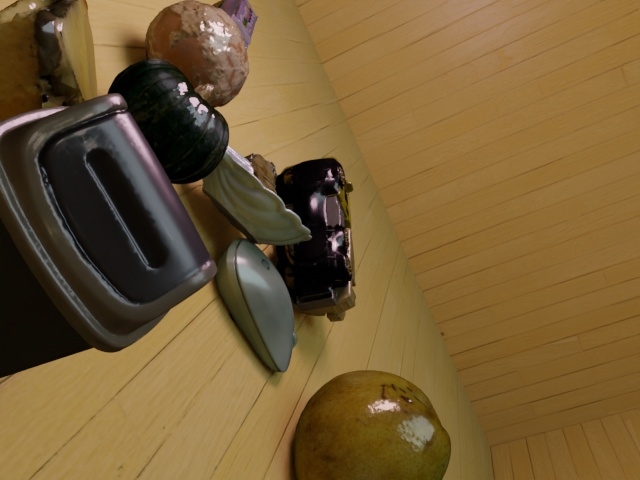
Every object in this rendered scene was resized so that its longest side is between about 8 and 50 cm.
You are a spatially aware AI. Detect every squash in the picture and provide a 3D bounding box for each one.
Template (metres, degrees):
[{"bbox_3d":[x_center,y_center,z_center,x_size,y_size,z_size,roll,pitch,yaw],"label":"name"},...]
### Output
[{"bbox_3d":[-0.255,-0.199,0.991,0.218,0.172,0.218,46,24,-27],"label":"squash"}]

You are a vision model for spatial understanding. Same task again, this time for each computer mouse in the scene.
[{"bbox_3d":[-0.108,0.124,1.181,0.288,0.097,0.159,61,16,-21],"label":"computer mouse"}]

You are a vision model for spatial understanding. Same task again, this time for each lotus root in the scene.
[{"bbox_3d":[-0.160,-0.140,1.389,0.144,0.070,0.143,49,31,-57],"label":"lotus root"}]

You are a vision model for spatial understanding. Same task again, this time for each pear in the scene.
[{"bbox_3d":[0.107,0.407,1.163,0.304,0.304,0.304,56,21,-34],"label":"pear"}]

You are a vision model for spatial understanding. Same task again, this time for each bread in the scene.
[{"bbox_3d":[-0.350,-0.179,0.707,0.204,0.163,0.262,-87,-168,-57],"label":"bread"}]

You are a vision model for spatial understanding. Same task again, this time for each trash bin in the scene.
[{"bbox_3d":[-0.256,0.009,0.532,0.209,0.290,0.182,63,18,-14],"label":"trash bin"}]

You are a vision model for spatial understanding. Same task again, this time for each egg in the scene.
[{"bbox_3d":[-0.247,-0.370,1.194,0.245,0.203,0.203,54,20,-65],"label":"egg"}]

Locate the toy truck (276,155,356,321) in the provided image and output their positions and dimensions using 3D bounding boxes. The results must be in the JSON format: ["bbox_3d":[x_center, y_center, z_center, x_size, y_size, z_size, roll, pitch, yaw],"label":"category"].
[{"bbox_3d":[0.000,0.000,1.474,0.254,0.181,0.405,63,21,-54],"label":"toy truck"}]

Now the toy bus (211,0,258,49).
[{"bbox_3d":[-0.241,-0.532,1.506,0.112,0.138,0.317,55,19,-33],"label":"toy bus"}]

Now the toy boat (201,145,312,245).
[{"bbox_3d":[-0.140,-0.072,1.177,0.290,0.100,0.199,51,-15,-32],"label":"toy boat"}]

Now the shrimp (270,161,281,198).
[{"bbox_3d":[-0.115,-0.141,1.599,0.091,0.034,0.161,-81,153,-64],"label":"shrimp"}]
